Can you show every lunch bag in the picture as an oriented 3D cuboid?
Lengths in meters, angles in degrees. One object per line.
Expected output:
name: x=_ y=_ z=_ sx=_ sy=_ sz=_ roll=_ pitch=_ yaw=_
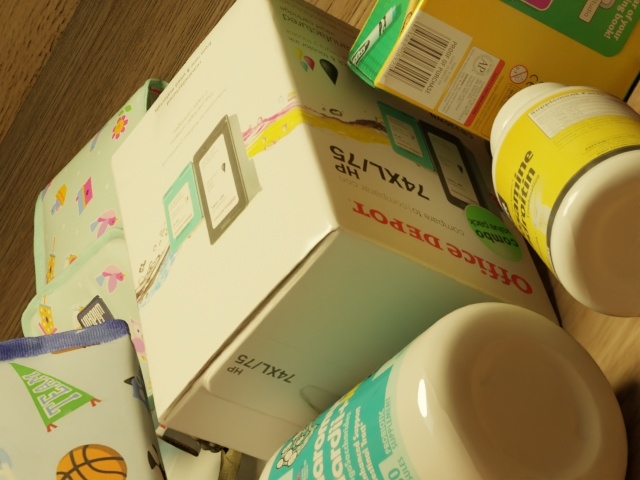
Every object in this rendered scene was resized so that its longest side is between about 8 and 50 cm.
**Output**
lunch bag: x=-0.154 y=0.027 z=1.599 sx=0.223 sy=0.160 sz=0.262 roll=-38 pitch=44 yaw=44
lunch bag: x=-0.230 y=0.312 z=1.412 sx=0.385 sy=0.239 sz=0.328 roll=96 pitch=165 yaw=-48

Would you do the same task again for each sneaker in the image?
sneaker: x=-0.105 y=0.142 z=1.494 sx=0.067 sy=0.042 sz=0.118 roll=-64 pitch=6 yaw=-9

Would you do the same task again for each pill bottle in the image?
pill bottle: x=0.164 y=-0.034 z=1.090 sx=0.103 sy=0.103 sz=0.184 roll=-60 pitch=21 yaw=14
pill bottle: x=0.054 y=0.155 z=1.090 sx=0.264 sy=0.146 sz=0.146 roll=-44 pitch=30 yaw=46

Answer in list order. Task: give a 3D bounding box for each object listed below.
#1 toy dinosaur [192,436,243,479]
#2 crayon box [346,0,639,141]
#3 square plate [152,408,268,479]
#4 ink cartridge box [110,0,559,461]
toy dinosaur: x=-0.059 y=0.119 z=1.393 sx=0.118 sy=0.064 sz=0.268 roll=140 pitch=150 yaw=-84
crayon box: x=0.159 y=-0.197 z=1.197 sx=0.278 sy=0.165 sz=0.081 roll=-61 pitch=21 yaw=10
square plate: x=-0.066 y=0.148 z=1.533 sx=0.347 sy=0.049 sz=0.344 roll=-67 pitch=20 yaw=-3
ink cartridge box: x=0.000 y=0.000 z=1.246 sx=0.197 sy=0.198 sz=0.270 roll=-48 pitch=37 yaw=27
